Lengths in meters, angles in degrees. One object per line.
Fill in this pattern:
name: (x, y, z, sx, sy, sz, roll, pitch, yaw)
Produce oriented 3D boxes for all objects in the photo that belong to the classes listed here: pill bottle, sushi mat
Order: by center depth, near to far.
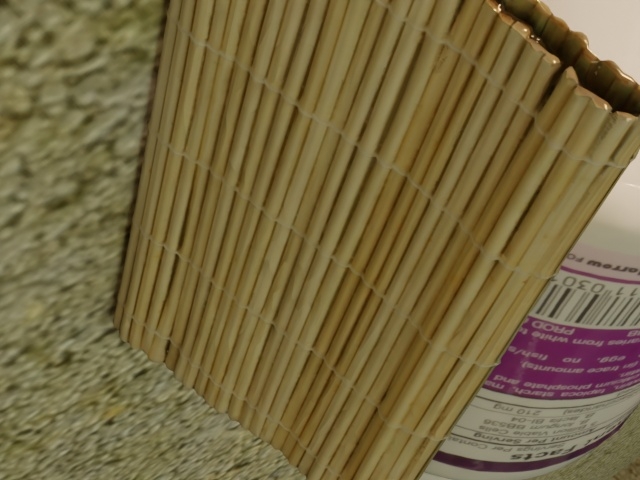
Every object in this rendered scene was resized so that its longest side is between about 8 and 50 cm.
sushi mat: (0.000, 0.000, 0.567, 0.019, 0.151, 0.316, -49, 169, -31)
pill bottle: (0.078, -0.002, 0.663, 0.169, 0.169, 0.301, -28, 160, -25)
